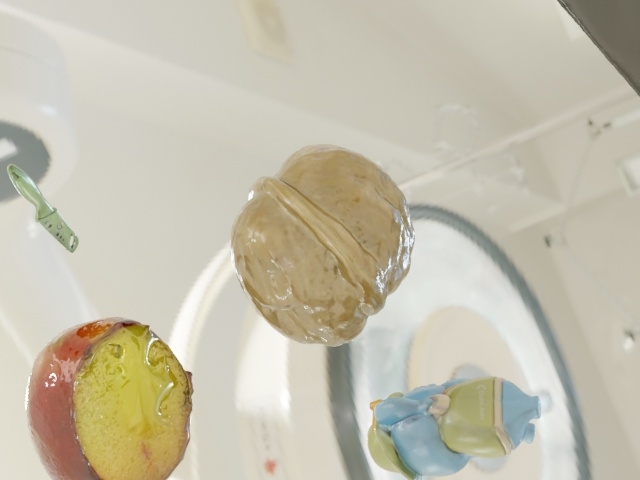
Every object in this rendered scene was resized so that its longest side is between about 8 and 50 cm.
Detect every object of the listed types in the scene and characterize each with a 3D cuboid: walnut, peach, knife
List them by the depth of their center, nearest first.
[{"bbox_3d":[0.000,0.000,1.982,0.285,0.296,0.285,42,168,11],"label":"walnut"},{"bbox_3d":[-0.339,0.267,2.102,0.338,0.281,0.281,113,153,-46],"label":"peach"},{"bbox_3d":[-0.482,-0.052,2.240,0.020,0.043,0.293,35,166,27],"label":"knife"}]

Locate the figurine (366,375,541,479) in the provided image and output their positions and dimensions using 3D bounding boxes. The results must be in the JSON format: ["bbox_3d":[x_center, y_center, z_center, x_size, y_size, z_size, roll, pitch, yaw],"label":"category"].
[{"bbox_3d":[0.195,0.275,1.869,0.180,0.262,0.154,34,-129,-70],"label":"figurine"}]

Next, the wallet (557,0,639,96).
[{"bbox_3d":[0.468,-0.334,1.569,0.247,0.323,0.041,46,-169,-15],"label":"wallet"}]
